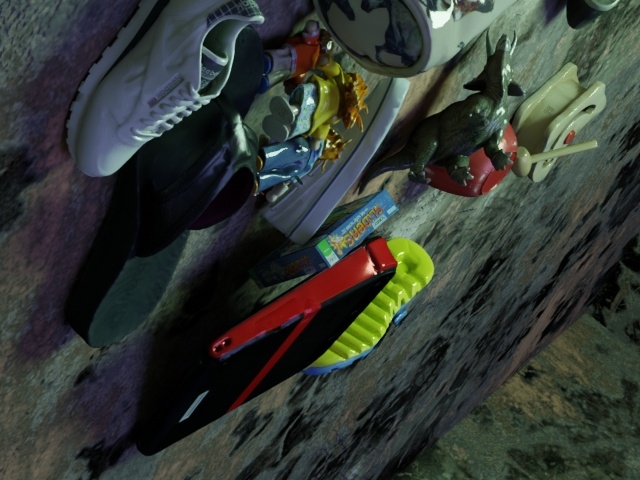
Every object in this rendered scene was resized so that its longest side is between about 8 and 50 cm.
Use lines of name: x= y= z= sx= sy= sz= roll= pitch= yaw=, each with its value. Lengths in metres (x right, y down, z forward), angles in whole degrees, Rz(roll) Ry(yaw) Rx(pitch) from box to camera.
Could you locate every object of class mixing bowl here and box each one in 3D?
mixing bowl: x=0.248 y=-0.136 z=2.225 sx=0.181 sy=0.098 sz=0.181 roll=-43 pitch=162 yaw=-18

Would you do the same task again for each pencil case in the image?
pencil case: x=0.173 y=-0.341 z=1.539 sx=0.410 sy=0.160 sz=0.183 roll=-41 pitch=138 yaw=-24

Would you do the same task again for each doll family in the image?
doll family: x=-0.025 y=-0.119 z=1.575 sx=0.163 sy=0.118 sz=0.263 roll=-28 pitch=152 yaw=-50

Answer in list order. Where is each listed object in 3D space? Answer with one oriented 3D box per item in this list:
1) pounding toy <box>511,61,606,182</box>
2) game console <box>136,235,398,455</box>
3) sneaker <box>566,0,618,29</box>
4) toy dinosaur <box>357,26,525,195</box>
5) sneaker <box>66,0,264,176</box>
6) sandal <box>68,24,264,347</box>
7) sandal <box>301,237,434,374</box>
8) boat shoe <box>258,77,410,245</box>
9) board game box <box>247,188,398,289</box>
pounding toy: x=0.423 y=-0.175 z=2.465 sx=0.269 sy=0.155 sz=0.154 roll=-41 pitch=156 yaw=-25
game console: x=-0.079 y=0.148 z=1.947 sx=0.342 sy=0.060 sz=0.386 roll=-26 pitch=165 yaw=-32
sneaker: x=0.457 y=-0.434 z=2.191 sx=0.222 sy=0.083 sz=0.118 roll=-52 pitch=-178 yaw=-17
toy dinosaur: x=0.194 y=-0.150 z=2.023 sx=0.313 sy=0.121 sz=0.160 roll=-43 pitch=-161 yaw=22
sneaker: x=-0.146 y=-0.144 z=1.281 sx=0.235 sy=0.095 sz=0.090 roll=-55 pitch=163 yaw=20
sandal: x=-0.139 y=-0.042 z=1.477 sx=0.167 sy=0.107 sz=0.446 roll=-30 pitch=153 yaw=-47
sandal: x=0.062 y=0.129 z=2.285 sx=0.317 sy=0.126 sz=0.138 roll=-34 pitch=160 yaw=-37
boat shoe: x=0.013 y=-0.109 z=1.737 sx=0.258 sy=0.084 sz=0.095 roll=-54 pitch=-174 yaw=19
board game box: x=0.000 y=0.000 z=1.856 sx=0.136 sy=0.035 sz=0.201 roll=-39 pitch=-170 yaw=-28
